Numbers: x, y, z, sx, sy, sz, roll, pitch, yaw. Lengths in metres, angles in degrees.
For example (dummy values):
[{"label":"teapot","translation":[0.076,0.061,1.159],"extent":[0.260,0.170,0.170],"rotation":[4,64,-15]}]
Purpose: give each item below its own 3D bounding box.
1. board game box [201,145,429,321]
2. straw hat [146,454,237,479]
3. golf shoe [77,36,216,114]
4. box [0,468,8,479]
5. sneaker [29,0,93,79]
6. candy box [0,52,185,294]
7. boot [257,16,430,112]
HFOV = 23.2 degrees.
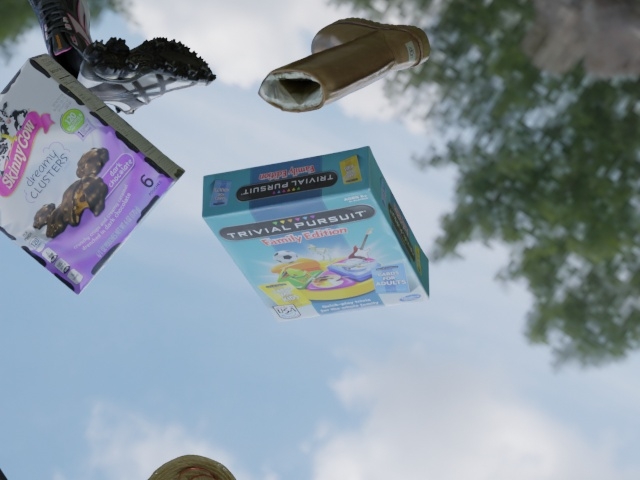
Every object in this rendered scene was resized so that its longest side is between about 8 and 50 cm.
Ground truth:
[{"label":"board game box","translation":[0.000,0.000,2.349],"extent":[0.336,0.254,0.079],"rotation":[57,-153,-55]},{"label":"straw hat","translation":[-0.151,0.313,1.730],"extent":[0.144,0.144,0.061],"rotation":[27,157,-15]},{"label":"golf shoe","translation":[-0.229,-0.208,2.003],"extent":[0.198,0.094,0.077],"rotation":[0,-133,-39]},{"label":"box","translation":[-0.347,0.240,1.533],"extent":[0.270,0.060,0.216],"rotation":[59,162,-11]},{"label":"sneaker","translation":[-0.336,-0.273,2.061],"extent":[0.178,0.072,0.077],"rotation":[63,-167,-11]},{"label":"candy box","translation":[-0.271,-0.070,1.630],"extent":[0.196,0.165,0.070],"rotation":[40,-168,-4]},{"label":"boot","translation":[0.002,-0.265,2.355],"extent":[0.236,0.089,0.269],"rotation":[-1,-160,43]}]
